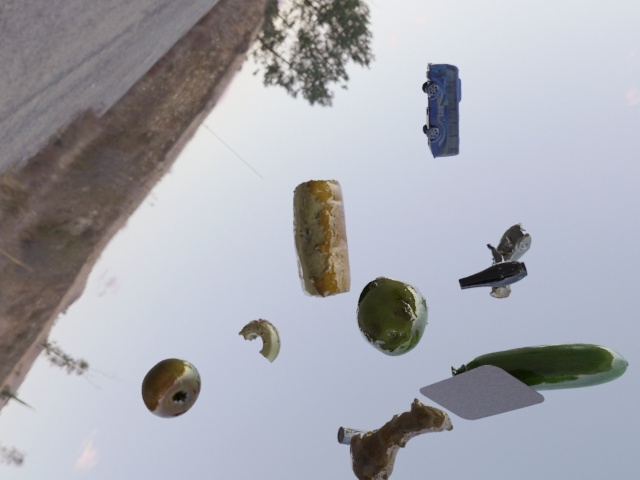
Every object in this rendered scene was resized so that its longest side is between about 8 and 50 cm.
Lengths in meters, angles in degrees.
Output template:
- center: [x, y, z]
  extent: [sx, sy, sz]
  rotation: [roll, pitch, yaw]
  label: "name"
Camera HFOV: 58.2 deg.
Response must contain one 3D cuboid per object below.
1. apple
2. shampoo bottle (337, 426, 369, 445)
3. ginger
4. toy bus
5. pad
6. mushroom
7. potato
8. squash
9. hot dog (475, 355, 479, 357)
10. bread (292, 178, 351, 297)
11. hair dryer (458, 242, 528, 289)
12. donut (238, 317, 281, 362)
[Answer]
- center: [-0.220, 0.215, 0.845]
  extent: [0.074, 0.089, 0.090]
  rotation: [31, -103, 30]
  label: "apple"
- center: [0.159, 0.664, 1.925]
  extent: [0.057, 0.207, 0.064]
  rotation: [-176, -78, -70]
  label: "shampoo bottle"
- center: [0.163, 0.446, 1.255]
  extent: [0.294, 0.086, 0.131]
  rotation: [-43, -134, 32]
  label: "ginger"
- center: [0.309, -0.331, 1.458]
  extent: [0.094, 0.237, 0.079]
  rotation: [-4, -161, 2]
  label: "toy bus"
- center: [0.368, 0.359, 1.336]
  extent: [0.266, 0.176, 0.002]
  rotation: [-40, -158, 50]
  label: "pad"
- center: [0.591, 0.061, 1.816]
  extent: [0.096, 0.099, 0.278]
  rotation: [22, -115, 21]
  label: "mushroom"
- center: [0.181, 0.184, 1.466]
  extent: [0.186, 0.149, 0.253]
  rotation: [-23, -147, 4]
  label: "potato"
- center: [0.497, 0.299, 1.340]
  extent: [0.394, 0.107, 0.107]
  rotation: [-12, -143, 27]
  label: "squash"
- center: [0.464, 0.438, 1.779]
  extent: [0.188, 0.072, 0.055]
  rotation: [-60, 167, 16]
  label: "hot dog"
- center: [0.000, 0.000, 1.876]
  extent: [0.236, 0.164, 0.376]
  rotation: [165, -79, -78]
  label: "bread"
- center: [0.510, 0.070, 1.740]
  extent: [0.195, 0.075, 0.219]
  rotation: [-15, -155, 15]
  label: "hair dryer"
- center: [-0.199, 0.329, 1.962]
  extent: [0.166, 0.065, 0.108]
  rotation: [41, -76, 25]
  label: "donut"
